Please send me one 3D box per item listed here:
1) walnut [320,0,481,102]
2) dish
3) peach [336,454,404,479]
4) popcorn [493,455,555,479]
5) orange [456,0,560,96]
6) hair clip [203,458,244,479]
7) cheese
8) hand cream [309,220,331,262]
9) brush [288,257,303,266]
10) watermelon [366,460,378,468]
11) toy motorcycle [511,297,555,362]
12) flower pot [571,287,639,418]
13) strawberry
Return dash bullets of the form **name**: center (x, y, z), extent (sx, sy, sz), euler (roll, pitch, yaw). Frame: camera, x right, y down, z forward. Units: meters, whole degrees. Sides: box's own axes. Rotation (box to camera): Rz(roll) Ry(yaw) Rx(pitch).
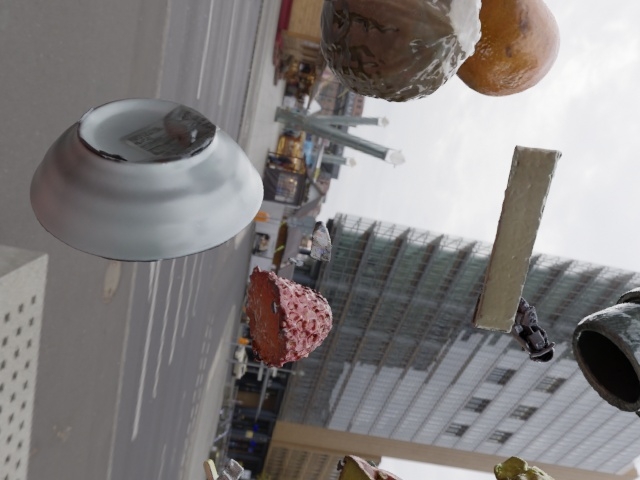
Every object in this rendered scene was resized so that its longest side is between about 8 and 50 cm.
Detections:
- **walnut**: center (0.090, -0.245, 0.555), extent (0.230, 0.178, 0.178), euler (-127, -135, -58)
- **dish**: center (-0.231, -0.115, 0.668), extent (0.317, 0.316, 0.106), euler (-85, -175, -50)
- **peach**: center (0.077, 0.504, 0.762), extent (0.154, 0.158, 0.268), euler (-11, -129, 64)
- **popcorn**: center (0.543, 0.700, 1.288), extent (0.181, 0.235, 0.217), euler (-39, -106, 38)
- **orange**: center (0.291, -0.343, 0.821), extent (0.170, 0.224, 0.224), euler (-33, -146, 32)
- **hair clip**: center (-0.293, 0.710, 1.416), extent (0.071, 0.159, 0.219), euler (-19, 144, -54)
- **cheese**: center (0.372, 0.013, 0.952), extent (0.034, 0.085, 0.401), euler (-52, 151, -56)
- **hand cream**: center (0.000, 0.000, 1.415), extent (0.163, 0.062, 0.039), euler (-92, -153, -55)
- **brush**: center (-0.085, 0.073, 1.679), extent (0.024, 0.083, 0.008), euler (-46, -127, 12)
- **watermelon**: center (0.158, 0.656, 1.314), extent (0.081, 0.094, 0.180), euler (-50, -145, 13)
- **toy motorcycle**: center (0.563, 0.250, 1.323), extent (0.216, 0.080, 0.122), euler (66, -6, -30)
- **flower pot**: center (0.829, 0.265, 1.208), extent (0.299, 0.282, 0.299), euler (160, -90, -80)
- **strawberry**: center (-0.062, 0.157, 1.089), extent (0.234, 0.177, 0.234), euler (24, -62, 58)
